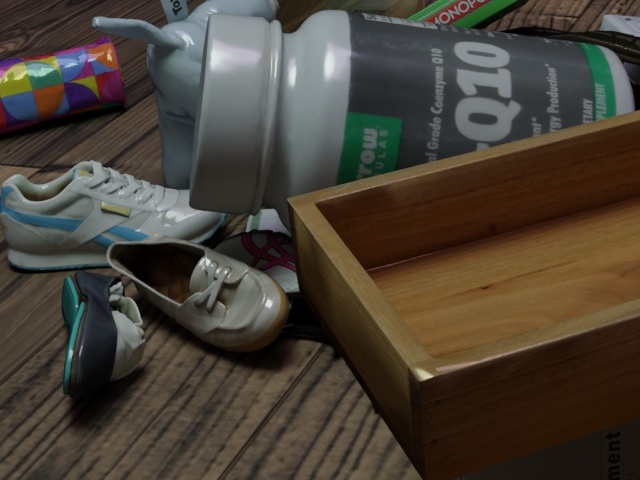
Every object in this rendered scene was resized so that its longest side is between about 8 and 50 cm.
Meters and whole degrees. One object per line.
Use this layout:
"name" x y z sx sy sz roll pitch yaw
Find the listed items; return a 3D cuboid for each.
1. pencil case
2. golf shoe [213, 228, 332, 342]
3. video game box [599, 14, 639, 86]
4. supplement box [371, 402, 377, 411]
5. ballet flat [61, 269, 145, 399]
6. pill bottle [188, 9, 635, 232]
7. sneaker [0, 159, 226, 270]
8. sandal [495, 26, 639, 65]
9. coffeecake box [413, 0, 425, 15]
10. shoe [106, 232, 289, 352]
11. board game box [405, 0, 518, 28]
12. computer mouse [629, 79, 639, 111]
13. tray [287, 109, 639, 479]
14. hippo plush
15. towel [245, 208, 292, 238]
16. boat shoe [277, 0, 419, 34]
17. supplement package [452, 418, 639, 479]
"pencil case" -0.374 -0.197 1.638 0.236 0.104 0.104 -14 27 -16
"golf shoe" -0.035 0.040 1.108 0.186 0.068 0.086 13 34 35
"video game box" 0.441 -0.198 1.439 0.187 0.048 0.205 0 29 -13
"supplement box" 0.128 0.067 0.998 0.188 0.081 0.104 -6 26 3
"ballet flat" -0.184 0.076 1.074 0.074 0.074 0.203 -11 20 -8
"pill bottle" 0.072 -0.092 1.111 0.361 0.204 0.204 5 25 -8
"sneaker" -0.207 -0.030 1.264 0.228 0.092 0.087 -7 25 -3
"sandal" 0.281 -0.202 1.400 0.219 0.060 0.090 10 18 37
"coffeecake box" 0.055 -0.289 1.665 0.185 0.142 0.068 -28 32 -37
"shoe" -0.112 0.041 1.100 0.058 0.077 0.219 29 -7 -43
"board game box" 0.146 -0.250 1.472 0.213 0.046 0.317 -30 3 9
"computer mouse" 0.269 -0.163 1.455 0.272 0.072 0.188 16 30 16
"tray" 0.208 -0.001 0.732 0.410 0.076 0.203 -14 31 -14
"hippo plush" -0.044 -0.169 1.326 0.236 0.294 0.234 16 55 25
"towel" 0.000 0.000 1.239 0.152 0.023 0.113 -2 29 5
"boat shoe" -0.032 -0.232 1.540 0.341 0.110 0.122 -25 42 39
"supplement package" 0.220 0.083 0.837 0.292 0.175 0.177 -7 29 0
